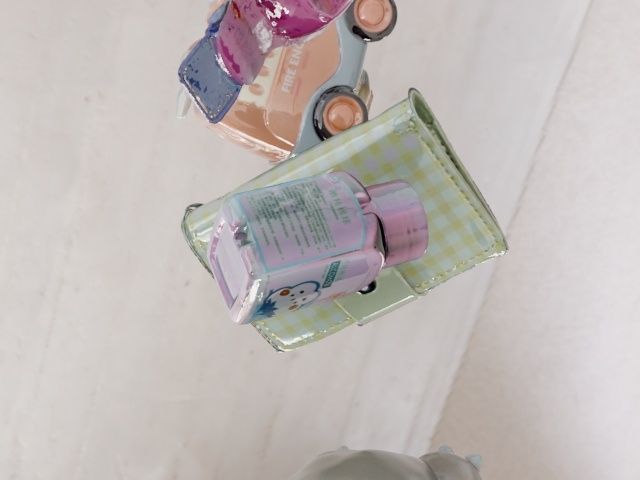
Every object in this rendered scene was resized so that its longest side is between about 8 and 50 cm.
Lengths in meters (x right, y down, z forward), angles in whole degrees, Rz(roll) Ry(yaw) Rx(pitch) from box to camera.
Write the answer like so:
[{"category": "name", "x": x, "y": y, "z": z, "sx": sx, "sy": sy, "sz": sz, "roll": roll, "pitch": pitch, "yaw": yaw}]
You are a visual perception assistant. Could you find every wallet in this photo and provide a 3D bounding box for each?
[{"category": "wallet", "x": 0.026, "y": -0.009, "z": 1.266, "sx": 0.223, "sy": 0.310, "sz": 0.077, "roll": 55, "pitch": 29, "yaw": -19}]

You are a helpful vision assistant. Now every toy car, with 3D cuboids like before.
[{"category": "toy car", "x": -0.051, "y": -0.227, "z": 1.375, "sx": 0.213, "sy": 0.180, "sz": 0.270, "roll": 17, "pitch": 88, "yaw": -20}]

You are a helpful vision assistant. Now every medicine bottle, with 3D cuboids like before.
[{"category": "medicine bottle", "x": 0.000, "y": 0.000, "z": 1.078, "sx": 0.188, "sy": 0.094, "sz": 0.119, "roll": -14, "pitch": 157, "yaw": -21}]

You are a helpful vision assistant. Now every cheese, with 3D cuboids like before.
[{"category": "cheese", "x": -0.031, "y": -0.203, "z": 0.931, "sx": 0.244, "sy": 0.062, "sz": 0.155, "roll": -54, "pitch": 147, "yaw": -14}]

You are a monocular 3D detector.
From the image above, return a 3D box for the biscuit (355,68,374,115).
[{"category": "biscuit", "x": 0.020, "y": -0.140, "z": 1.778, "sx": 0.237, "sy": 0.062, "sz": 0.290, "roll": 28, "pitch": 72, "yaw": -78}]

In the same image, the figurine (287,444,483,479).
[{"category": "figurine", "x": 0.028, "y": 0.371, "z": 1.208, "sx": 0.203, "sy": 0.248, "sz": 0.380, "roll": 54, "pitch": 42, "yaw": -34}]
